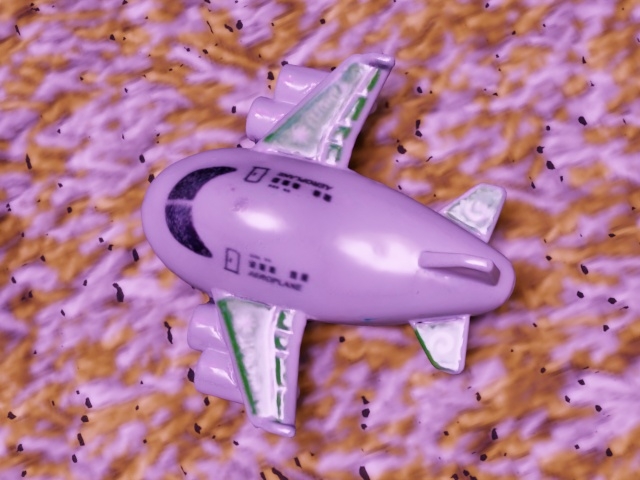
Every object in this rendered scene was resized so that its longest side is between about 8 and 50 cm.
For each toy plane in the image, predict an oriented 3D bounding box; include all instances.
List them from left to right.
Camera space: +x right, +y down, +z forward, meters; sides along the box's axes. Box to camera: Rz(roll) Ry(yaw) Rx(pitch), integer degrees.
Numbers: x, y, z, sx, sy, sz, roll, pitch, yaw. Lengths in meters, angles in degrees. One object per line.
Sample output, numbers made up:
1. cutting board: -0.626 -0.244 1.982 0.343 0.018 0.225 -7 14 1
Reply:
1. toy plane: 0.000 0.000 0.617 0.174 0.080 0.174 -3 79 15
